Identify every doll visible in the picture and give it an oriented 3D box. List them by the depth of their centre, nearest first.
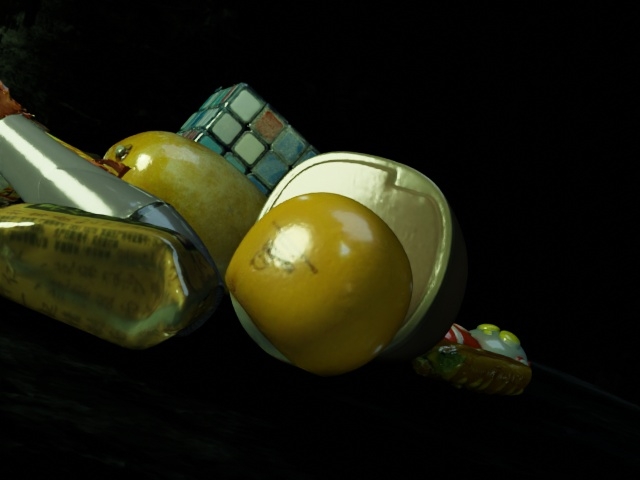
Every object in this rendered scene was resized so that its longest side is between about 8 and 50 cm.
[{"bbox_3d":[0.018,0.058,1.032,0.213,0.213,0.236,20,-8,38],"label":"doll"},{"bbox_3d":[0.282,0.201,1.680,0.336,0.105,0.200,20,0,-34],"label":"doll"}]

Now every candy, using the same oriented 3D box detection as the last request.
[{"bbox_3d":[-0.223,0.020,0.778,0.271,0.101,0.143,14,6,7],"label":"candy"}]

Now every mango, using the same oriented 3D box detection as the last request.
[{"bbox_3d":[-0.174,-0.020,1.369,0.221,0.199,0.384,-13,-38,39],"label":"mango"}]

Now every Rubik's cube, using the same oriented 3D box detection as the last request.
[{"bbox_3d":[-0.165,-0.100,1.728,0.293,0.287,0.292,43,-8,-19],"label":"Rubik's cube"}]

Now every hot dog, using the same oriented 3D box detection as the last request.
[{"bbox_3d":[0.235,0.200,1.431,0.269,0.072,0.115,18,2,-42],"label":"hot dog"}]

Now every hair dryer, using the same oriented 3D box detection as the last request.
[{"bbox_3d":[-0.210,0.017,1.030,0.301,0.121,0.361,39,-9,18],"label":"hair dryer"}]

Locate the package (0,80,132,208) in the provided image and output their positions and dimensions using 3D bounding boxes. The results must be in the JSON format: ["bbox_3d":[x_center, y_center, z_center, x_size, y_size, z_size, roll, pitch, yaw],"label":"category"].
[{"bbox_3d":[-0.398,-0.080,1.082,0.288,0.108,0.223,-17,-32,41],"label":"package"}]

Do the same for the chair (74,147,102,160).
[{"bbox_3d":[-0.488,-0.108,1.368,0.319,0.160,0.186,21,5,-30],"label":"chair"}]

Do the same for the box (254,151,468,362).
[{"bbox_3d":[0.072,0.040,1.281,0.301,0.301,0.216,20,-7,28],"label":"box"}]
